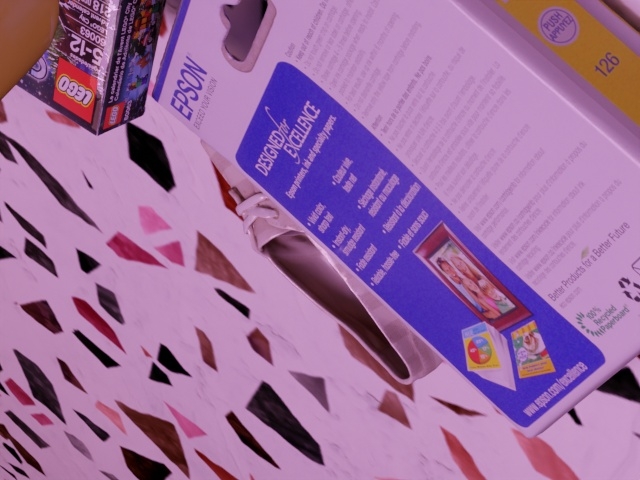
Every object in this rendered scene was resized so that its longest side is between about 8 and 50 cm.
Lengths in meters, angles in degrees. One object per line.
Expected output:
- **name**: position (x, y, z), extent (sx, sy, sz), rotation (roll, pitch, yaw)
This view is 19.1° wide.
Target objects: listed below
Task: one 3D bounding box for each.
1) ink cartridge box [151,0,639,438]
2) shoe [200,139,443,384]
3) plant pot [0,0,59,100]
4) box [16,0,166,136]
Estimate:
- **ink cartridge box**: position (0.062, -0.054, 0.996), extent (0.307, 0.072, 0.303), rotation (44, 156, 5)
- **shoe**: position (0.000, 0.000, 1.178), extent (0.219, 0.058, 0.076), rotation (44, 155, 0)
- **plant pot**: position (-0.192, -0.206, 0.922), extent (0.254, 0.239, 0.254), rotation (34, 155, 19)
- **box**: position (-0.188, -0.185, 1.113), extent (0.233, 0.044, 0.159), rotation (32, 127, 24)
